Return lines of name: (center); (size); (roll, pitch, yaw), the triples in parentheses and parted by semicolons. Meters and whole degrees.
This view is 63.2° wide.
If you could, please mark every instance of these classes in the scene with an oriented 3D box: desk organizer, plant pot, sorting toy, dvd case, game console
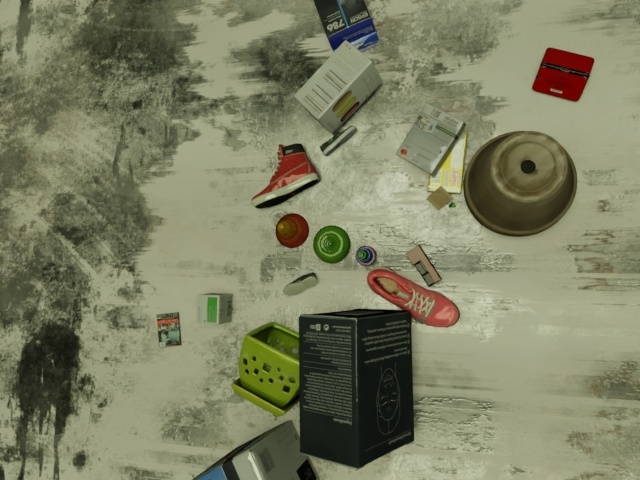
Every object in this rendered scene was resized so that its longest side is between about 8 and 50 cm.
desk organizer: (0.326, 0.081, 1.641); (0.050, 0.047, 0.130); (-34, 78, 12)
plant pot: (-0.135, 0.411, 1.651); (0.227, 0.228, 0.207); (24, 98, 15)
sorting toy: (0.387, -0.126, 1.649); (0.083, 0.012, 0.062); (44, 121, -5)
dvd case: (-0.545, 0.321, 1.871); (0.087, 0.013, 0.119); (-9, 82, 14)
sorting toy: (0.000, 0.000, 1.694); (0.366, 0.126, 0.127); (19, 90, 16)
plant pot: (0.571, -0.181, 1.478); (0.323, 0.280, 0.323); (-1, 85, 16)
game console: (0.742, -0.509, 1.595); (0.144, 0.085, 0.124); (21, 122, 16)

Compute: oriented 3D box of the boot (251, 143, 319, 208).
boot: (-0.147, -0.226, 1.775); (0.244, 0.088, 0.176); (-27, 79, 3)

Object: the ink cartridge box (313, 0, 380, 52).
ink cartridge box: (0.072, -0.793, 1.772); (0.165, 0.065, 0.332); (-22, 81, 12)

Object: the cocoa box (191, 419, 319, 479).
cocoa box: (-0.189, 0.732, 1.569); (0.228, 0.347, 0.231); (-31, 78, 11)

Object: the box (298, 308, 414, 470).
box: (0.109, 0.405, 1.516); (0.212, 0.294, 0.395); (-4, 84, 39)

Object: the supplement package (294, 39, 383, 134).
supplement package: (0.060, -0.496, 1.704); (0.244, 0.139, 0.134); (-46, 66, 8)

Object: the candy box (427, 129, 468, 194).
candy box: (0.404, -0.252, 1.656); (0.105, 0.027, 0.205); (7, 87, 15)

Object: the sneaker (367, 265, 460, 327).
sneaker: (0.273, 0.182, 1.600); (0.314, 0.136, 0.115); (26, 94, 15)

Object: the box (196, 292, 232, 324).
box: (-0.363, 0.233, 1.784); (0.087, 0.102, 0.101); (0, 87, 17)

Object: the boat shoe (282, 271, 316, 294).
boat shoe: (-0.070, 0.144, 1.746); (0.125, 0.038, 0.046); (-29, 121, 17)

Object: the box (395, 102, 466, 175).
box: (0.347, -0.320, 1.648); (0.145, 0.038, 0.186); (36, 100, 27)

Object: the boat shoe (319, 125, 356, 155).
boat shoe: (0.057, -0.342, 1.747); (0.142, 0.049, 0.040); (-39, 77, 11)
